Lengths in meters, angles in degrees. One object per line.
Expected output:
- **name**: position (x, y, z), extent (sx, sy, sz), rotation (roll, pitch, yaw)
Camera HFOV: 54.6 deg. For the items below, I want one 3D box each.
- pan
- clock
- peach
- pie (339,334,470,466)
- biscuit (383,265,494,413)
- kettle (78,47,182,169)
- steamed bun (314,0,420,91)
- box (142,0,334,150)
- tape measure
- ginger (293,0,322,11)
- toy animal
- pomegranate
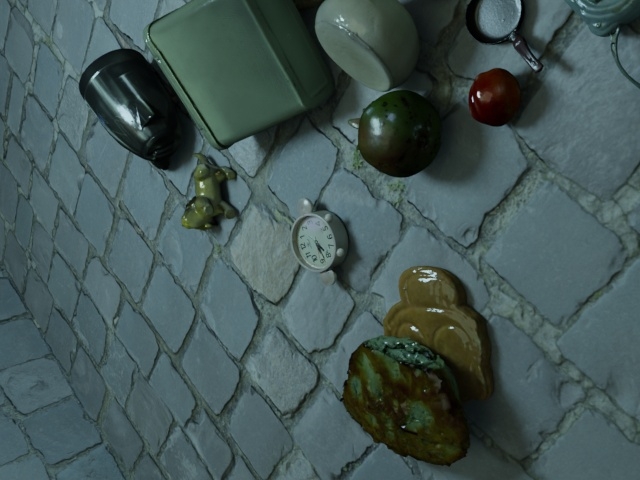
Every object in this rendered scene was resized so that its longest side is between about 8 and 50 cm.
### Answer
- **pan**: position (0.352, -0.387, 1.148), extent (0.115, 0.040, 0.212), rotation (-50, 60, 38)
- **clock**: position (0.000, 0.000, 1.565), extent (0.155, 0.063, 0.229), rotation (-22, 88, 41)
- **peach**: position (0.329, -0.266, 1.168), extent (0.100, 0.100, 0.101), rotation (12, 109, 41)
- **pie**: position (0.189, 0.364, 1.396), extent (0.354, 0.103, 0.288), rotation (13, 120, 44)
- **biscuit**: position (0.253, 0.242, 1.397), extent (0.269, 0.051, 0.376), rotation (-3, 99, 45)
- **kettle**: position (-0.553, -0.363, 1.906), extent (0.324, 0.228, 0.321), rotation (53, 156, 15)
- **steamed bun**: position (0.107, -0.424, 1.268), extent (0.232, 0.232, 0.145), rotation (37, 86, 31)
- **box**: position (-0.194, -0.429, 1.487), extent (0.344, 0.177, 0.352), rotation (-10, 119, 42)
- **tape measure**: position (0.510, -0.354, 0.982), extent (0.330, 0.084, 0.164), rotation (56, 135, 20)
- **ginger**: position (-0.073, -0.657, 1.468), extent (0.149, 0.065, 0.259), rotation (-35, 78, 45)
- **toy animal**: position (-0.334, -0.126, 1.812), extent (0.168, 0.121, 0.233), rotation (29, 116, 47)
- **pomegranate**: position (0.146, -0.225, 1.303), extent (0.224, 0.181, 0.181), rotation (19, 114, 56)
